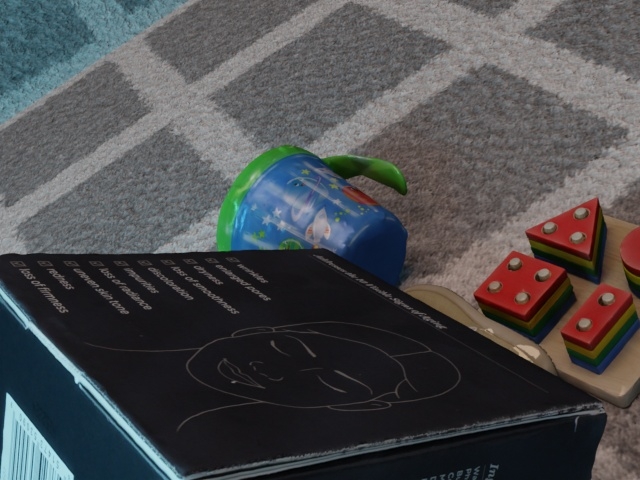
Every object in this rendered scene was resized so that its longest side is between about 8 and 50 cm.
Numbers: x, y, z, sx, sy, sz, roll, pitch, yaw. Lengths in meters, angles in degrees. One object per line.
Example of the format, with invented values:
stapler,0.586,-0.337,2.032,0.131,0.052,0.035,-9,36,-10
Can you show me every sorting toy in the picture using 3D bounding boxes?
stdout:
sorting toy,0.354,0.053,1.290,0.255,0.089,0.257,-44,39,-19

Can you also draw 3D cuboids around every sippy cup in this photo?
sippy cup,0.000,0.000,1.494,0.224,0.240,0.305,28,95,38

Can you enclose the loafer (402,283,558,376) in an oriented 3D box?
loafer,0.182,0.140,1.293,0.092,0.102,0.268,-39,38,-23

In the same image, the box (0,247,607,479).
box,-0.066,0.216,1.020,0.472,0.297,0.480,-3,20,-36
